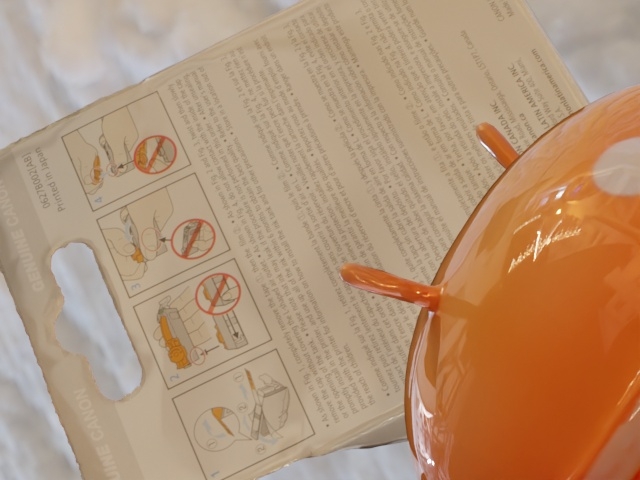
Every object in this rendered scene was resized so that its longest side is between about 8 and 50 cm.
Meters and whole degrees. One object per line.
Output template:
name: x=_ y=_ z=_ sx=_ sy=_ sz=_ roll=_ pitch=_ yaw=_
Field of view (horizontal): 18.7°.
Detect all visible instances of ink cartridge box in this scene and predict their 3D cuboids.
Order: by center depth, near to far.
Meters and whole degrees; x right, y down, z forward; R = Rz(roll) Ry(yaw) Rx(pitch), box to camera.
ink cartridge box: x=0.000 y=0.000 z=0.729 sx=0.181 sy=0.225 sz=0.056 roll=64 pitch=-177 yaw=30

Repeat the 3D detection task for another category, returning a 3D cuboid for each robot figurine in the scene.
robot figurine: x=0.110 y=0.049 z=0.419 sx=0.219 sy=0.158 sz=0.128 roll=34 pitch=168 yaw=8
